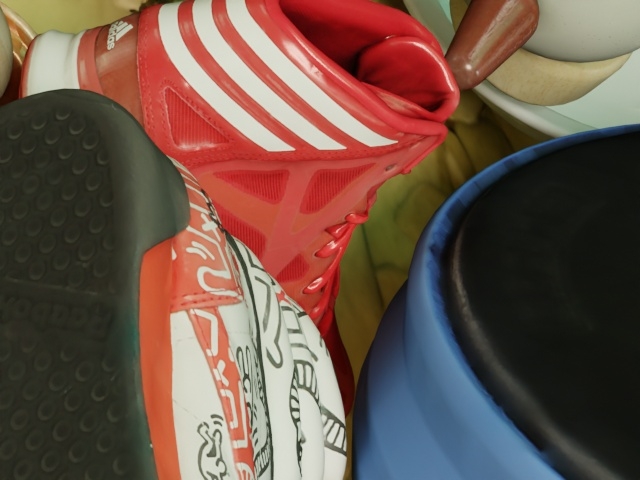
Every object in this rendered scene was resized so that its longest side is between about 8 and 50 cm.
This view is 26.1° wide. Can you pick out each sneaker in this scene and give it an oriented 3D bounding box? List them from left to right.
[{"bbox_3d":[-0.040,0.105,0.358,0.145,0.090,0.270,49,31,-56],"label":"sneaker"},{"bbox_3d":[0.000,0.000,0.491,0.221,0.128,0.087,55,26,-49],"label":"sneaker"}]

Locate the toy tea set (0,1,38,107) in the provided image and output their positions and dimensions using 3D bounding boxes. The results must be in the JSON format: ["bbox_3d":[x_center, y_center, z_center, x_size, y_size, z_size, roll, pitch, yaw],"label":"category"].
[{"bbox_3d":[-0.125,0.061,0.392,0.200,0.124,0.336,3,71,-43],"label":"toy tea set"}]

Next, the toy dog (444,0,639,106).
[{"bbox_3d":[0.040,-0.181,0.540,0.334,0.220,0.161,44,53,17],"label":"toy dog"}]

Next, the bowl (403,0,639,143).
[{"bbox_3d":[0.178,-0.149,0.723,0.134,0.298,0.297,77,10,-68],"label":"bowl"}]

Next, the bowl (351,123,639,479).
[{"bbox_3d":[0.206,0.060,0.446,0.391,0.391,0.077,-26,130,-46],"label":"bowl"}]
